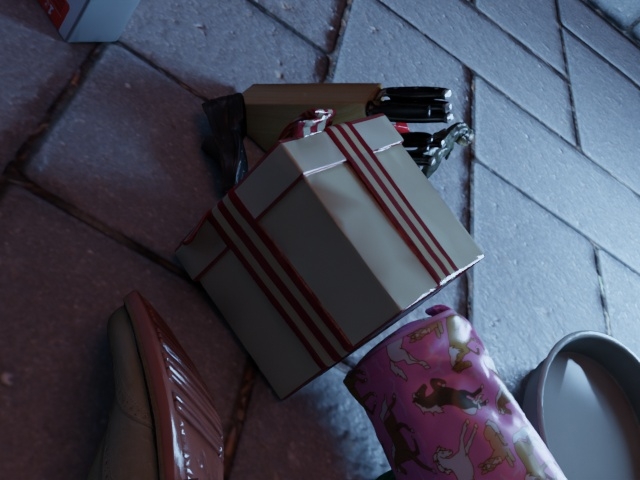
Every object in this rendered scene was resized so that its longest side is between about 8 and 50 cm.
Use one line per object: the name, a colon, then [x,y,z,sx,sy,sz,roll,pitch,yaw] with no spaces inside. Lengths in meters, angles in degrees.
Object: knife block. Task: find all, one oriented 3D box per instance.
knife block: [0.040,-0.184,1.195,0.276,0.242,0.088,42,36,-4]

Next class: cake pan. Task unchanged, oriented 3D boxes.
cake pan: [0.402,0.277,1.200,0.293,0.054,0.293,14,63,-29]

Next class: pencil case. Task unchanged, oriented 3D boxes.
pencil case: [0.184,0.262,0.944,0.167,0.160,0.386,-16,67,-47]

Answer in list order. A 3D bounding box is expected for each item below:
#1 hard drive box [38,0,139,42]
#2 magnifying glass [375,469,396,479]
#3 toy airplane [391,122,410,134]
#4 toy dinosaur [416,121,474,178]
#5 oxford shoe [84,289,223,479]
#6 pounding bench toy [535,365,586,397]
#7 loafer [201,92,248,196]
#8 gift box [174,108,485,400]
hard drive box: [-0.298,-0.407,1.096,0.089,0.232,0.181,-20,69,-50]
magnifying glass: [0.140,0.301,1.016,0.231,0.026,0.092,-15,66,-47]
toy airplane: [0.108,-0.197,1.449,0.151,0.028,0.151,25,43,-25]
toy dinosaur: [0.167,-0.127,1.363,0.064,0.118,0.268,46,38,2]
oxford shoe: [-0.165,0.195,0.734,0.140,0.147,0.397,61,1,-38]
pounding bench toy: [0.368,0.229,1.272,0.065,0.052,0.083,38,38,-10]
loafer: [-0.133,-0.126,1.145,0.061,0.062,0.170,-5,57,1]
gift box: [0.000,0.000,0.977,0.258,0.255,0.276,55,32,10]
